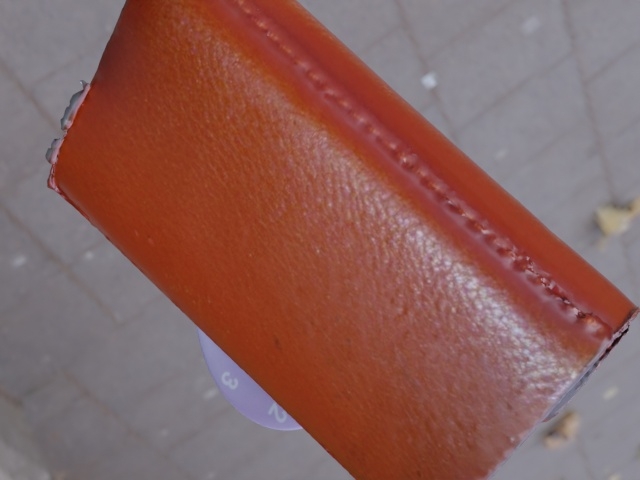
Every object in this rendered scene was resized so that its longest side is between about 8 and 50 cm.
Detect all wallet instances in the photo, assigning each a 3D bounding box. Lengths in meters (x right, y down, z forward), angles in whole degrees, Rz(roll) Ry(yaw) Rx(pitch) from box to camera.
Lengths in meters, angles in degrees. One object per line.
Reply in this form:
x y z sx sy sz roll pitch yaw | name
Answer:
0.000 0.000 0.626 0.045 0.204 0.142 -37 166 -45 | wallet

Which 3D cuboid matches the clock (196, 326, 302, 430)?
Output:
-0.016 0.032 1.305 0.198 0.172 0.064 -60 158 15 | clock
